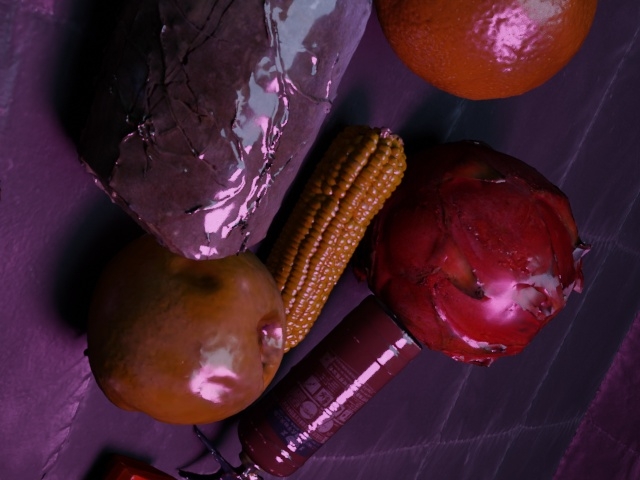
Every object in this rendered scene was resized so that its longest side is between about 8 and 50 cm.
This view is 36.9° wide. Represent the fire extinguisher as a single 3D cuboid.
[{"bbox_3d":[-0.035,0.210,1.243,0.344,0.102,0.138,-43,104,3],"label":"fire extinguisher"}]

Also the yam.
[{"bbox_3d":[-0.101,-0.137,0.853,0.201,0.202,0.271,6,113,-33],"label":"yam"}]

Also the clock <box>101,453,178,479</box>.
[{"bbox_3d":[-0.250,0.332,1.134,0.155,0.061,0.113,-54,148,-3],"label":"clock"}]

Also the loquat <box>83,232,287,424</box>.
[{"bbox_3d":[-0.137,0.084,0.974,0.213,0.213,0.213,-34,140,-35],"label":"loquat"}]

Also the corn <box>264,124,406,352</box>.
[{"bbox_3d":[-0.003,-0.002,1.175,0.313,0.102,0.102,-58,148,0],"label":"corn"}]

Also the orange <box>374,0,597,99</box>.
[{"bbox_3d":[0.178,-0.289,1.061,0.264,0.264,0.264,-34,140,-35],"label":"orange"}]

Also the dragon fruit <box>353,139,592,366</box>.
[{"bbox_3d":[0.205,0.017,1.328,0.296,0.301,0.296,-49,168,-14],"label":"dragon fruit"}]
